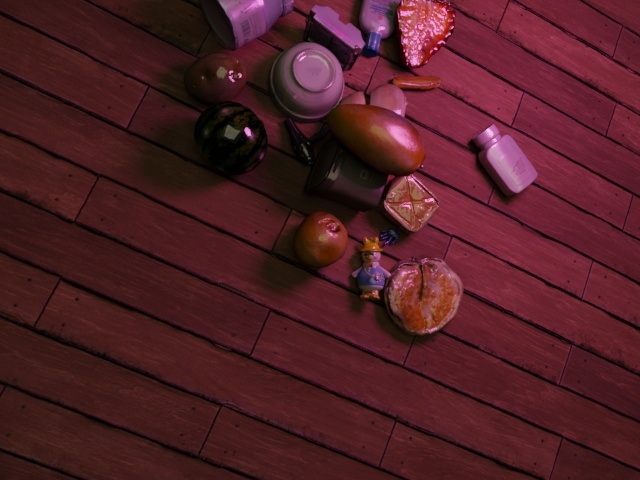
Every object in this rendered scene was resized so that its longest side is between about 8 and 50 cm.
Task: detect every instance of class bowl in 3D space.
[{"bbox_3d":[-0.044,-0.628,1.755,0.307,0.163,0.307,2,84,-15],"label":"bowl"}]

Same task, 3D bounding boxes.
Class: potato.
[{"bbox_3d":[-0.389,-0.602,1.682,0.235,0.160,0.178,-4,60,-3],"label":"potato"}]

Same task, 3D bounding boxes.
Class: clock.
[{"bbox_3d":[0.051,-0.795,1.775,0.253,0.186,0.083,35,80,-7],"label":"clock"}]

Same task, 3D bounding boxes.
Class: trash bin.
[{"bbox_3d":[0.103,-0.234,1.717,0.250,0.219,0.220,24,80,-15],"label":"trash bin"}]

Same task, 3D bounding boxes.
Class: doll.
[{"bbox_3d":[0.194,0.107,1.749,0.098,0.135,0.241,4,83,-40],"label":"doll"}]

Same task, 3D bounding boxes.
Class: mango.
[{"bbox_3d":[0.198,-0.361,1.579,0.384,0.199,0.221,29,36,0],"label":"mango"}]

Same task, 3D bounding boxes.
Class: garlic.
[{"bbox_3d":[0.202,-0.470,1.776,0.286,0.249,0.313,3,89,32],"label":"garlic"}]

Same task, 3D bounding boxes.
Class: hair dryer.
[{"bbox_3d":[-0.022,-0.422,1.734,0.219,0.075,0.196,-30,82,21],"label":"hair dryer"}]

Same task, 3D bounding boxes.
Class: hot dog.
[{"bbox_3d":[0.403,-0.656,1.902,0.215,0.047,0.066,-6,48,-13],"label":"hot dog"}]

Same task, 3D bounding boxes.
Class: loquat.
[{"bbox_3d":[0.000,0.004,1.667,0.213,0.213,0.213,1,83,-12],"label":"loquat"}]

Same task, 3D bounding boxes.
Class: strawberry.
[{"bbox_3d":[0.427,-0.862,1.886,0.253,0.150,0.280,-12,99,-8],"label":"strawberry"}]

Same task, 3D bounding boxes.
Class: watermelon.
[{"bbox_3d":[-0.320,-0.368,1.621,0.268,0.269,0.269,1,83,-12],"label":"watermelon"}]

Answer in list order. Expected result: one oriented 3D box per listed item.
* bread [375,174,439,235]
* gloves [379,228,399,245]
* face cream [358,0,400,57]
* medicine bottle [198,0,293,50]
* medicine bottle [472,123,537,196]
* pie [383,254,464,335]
[{"bbox_3d":[0.342,-0.146,1.801,0.210,0.110,0.192,38,84,-5],"label":"bread"},{"bbox_3d":[0.278,-0.014,1.814,0.086,0.026,0.064,-13,88,-13],"label":"gloves"},{"bbox_3d":[0.241,-0.928,1.883,0.163,0.080,0.337,13,81,-11],"label":"face cream"},{"bbox_3d":[-0.270,-0.887,1.694,0.290,0.245,0.245,-37,92,-16],"label":"medicine bottle"},{"bbox_3d":[0.770,-0.343,1.913,0.161,0.111,0.296,-39,94,-14],"label":"medicine bottle"},{"bbox_3d":[0.405,0.212,1.791,0.339,0.077,0.339,2,82,-15],"label":"pie"}]
